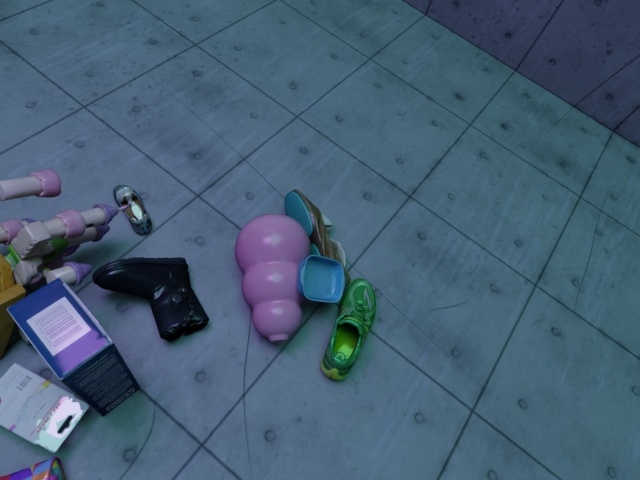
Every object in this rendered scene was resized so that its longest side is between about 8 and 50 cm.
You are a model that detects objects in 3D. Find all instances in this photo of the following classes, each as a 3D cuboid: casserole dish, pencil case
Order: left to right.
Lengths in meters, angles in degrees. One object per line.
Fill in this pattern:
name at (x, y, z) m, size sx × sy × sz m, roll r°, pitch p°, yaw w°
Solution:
pencil case at (-0.632, 0.510, 0.899) m, size 0.236 × 0.104 × 0.105 m, roll -14°, pitch 64°, yaw -22°
casserole dish at (-0.002, 0.101, 1.190) m, size 0.188 × 0.036 × 0.114 m, roll 16°, pitch 74°, yaw -52°

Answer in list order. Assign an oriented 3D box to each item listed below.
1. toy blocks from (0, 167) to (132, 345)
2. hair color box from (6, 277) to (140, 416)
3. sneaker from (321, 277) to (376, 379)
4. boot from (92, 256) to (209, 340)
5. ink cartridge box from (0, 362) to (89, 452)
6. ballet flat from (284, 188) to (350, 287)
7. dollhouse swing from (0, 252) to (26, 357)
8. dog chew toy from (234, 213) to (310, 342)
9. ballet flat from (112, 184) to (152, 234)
toy blocks at (-0.615, 0.022, 1.110) m, size 0.309 × 0.288 × 0.260 m, roll 56°, pitch 31°, yaw 2°
hair color box at (-0.488, 0.234, 0.951) m, size 0.105 × 0.347 × 0.174 m, roll -38°, pitch 74°, yaw -29°
sneaker at (0.091, 0.225, 1.231) m, size 0.109 × 0.124 × 0.296 m, roll 21°, pitch 56°, yaw 0°
boot at (-0.415, 0.148, 1.148) m, size 0.246 × 0.094 × 0.207 m, roll -3°, pitch 55°, yaw -42°
ink cartridge box at (-0.616, 0.370, 1.006) m, size 0.198 × 0.067 × 0.115 m, roll 27°, pitch 57°, yaw 5°
ballet flat at (0.000, 0.000, 1.366) m, size 0.124 × 0.116 × 0.343 m, roll -4°, pitch 59°, yaw -39°
dollhouse swing at (-0.885, 0.129, 0.941) m, size 0.346 × 0.315 × 0.305 m, roll 41°, pitch 24°, yaw 13°
dog chew toy at (-0.119, 0.101, 1.220) m, size 0.206 × 0.207 × 0.332 m, roll -1°, pitch 68°, yaw -14°
ballet flat at (-0.536, -0.104, 1.315) m, size 0.070 × 0.070 × 0.188 m, roll -30°, pitch 70°, yaw -27°
